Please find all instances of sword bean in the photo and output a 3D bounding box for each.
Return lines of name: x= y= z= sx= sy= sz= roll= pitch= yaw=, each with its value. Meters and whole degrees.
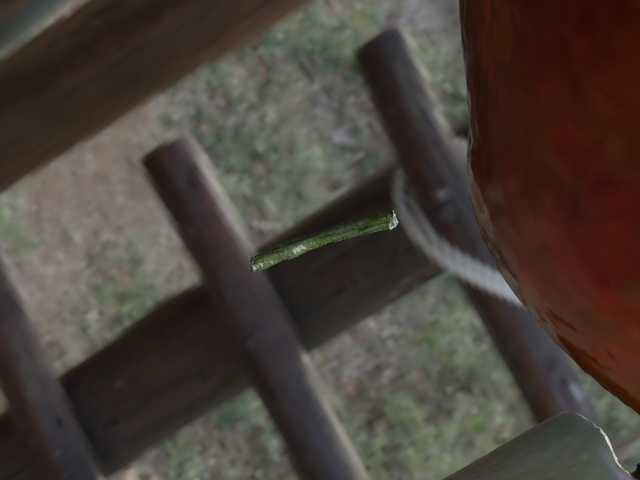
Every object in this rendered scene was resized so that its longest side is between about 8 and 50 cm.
sword bean: x=0.000 y=0.000 z=0.923 sx=0.012 sy=0.083 sz=0.012 roll=47 pitch=33 yaw=-45

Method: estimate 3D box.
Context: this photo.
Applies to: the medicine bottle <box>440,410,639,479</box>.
medicine bottle: x=0.028 y=0.294 z=1.058 sx=0.235 sy=0.406 sz=0.236 roll=60 pitch=-7 yaw=13

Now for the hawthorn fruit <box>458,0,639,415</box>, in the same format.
hawthorn fruit: x=0.153 y=-0.049 z=0.373 sx=0.224 sy=0.261 sz=0.224 roll=4 pitch=81 yaw=-24
